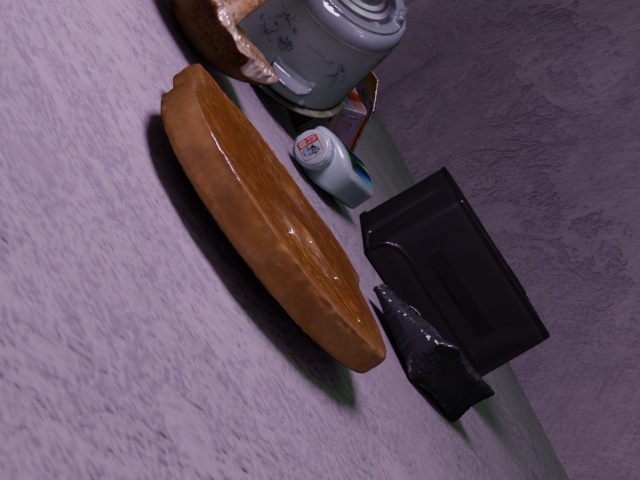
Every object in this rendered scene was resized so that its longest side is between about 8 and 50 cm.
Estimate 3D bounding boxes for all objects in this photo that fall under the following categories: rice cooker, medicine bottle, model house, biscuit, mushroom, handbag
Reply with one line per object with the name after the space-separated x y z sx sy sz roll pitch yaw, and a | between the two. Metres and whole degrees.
-0.011 -0.372 1.784 0.264 0.317 0.317 33 18 -17 | rice cooker
0.019 -0.135 1.771 0.121 0.083 0.229 60 9 18 | medicine bottle
0.005 -0.271 1.990 0.136 0.207 0.219 12 32 -21 | model house
-0.058 -0.023 1.138 0.385 0.062 0.365 53 9 -26 | biscuit
-0.101 -0.388 1.454 0.208 0.302 0.233 25 -5 3 | mushroom
0.181 0.183 1.634 0.270 0.088 0.175 48 7 -45 | handbag

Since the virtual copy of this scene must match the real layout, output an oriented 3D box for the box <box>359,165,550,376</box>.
0.255 0.065 1.952 0.345 0.204 0.251 55 10 -15 | box
